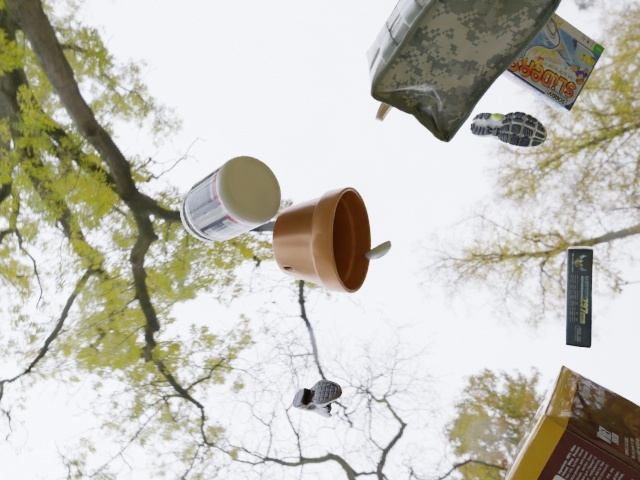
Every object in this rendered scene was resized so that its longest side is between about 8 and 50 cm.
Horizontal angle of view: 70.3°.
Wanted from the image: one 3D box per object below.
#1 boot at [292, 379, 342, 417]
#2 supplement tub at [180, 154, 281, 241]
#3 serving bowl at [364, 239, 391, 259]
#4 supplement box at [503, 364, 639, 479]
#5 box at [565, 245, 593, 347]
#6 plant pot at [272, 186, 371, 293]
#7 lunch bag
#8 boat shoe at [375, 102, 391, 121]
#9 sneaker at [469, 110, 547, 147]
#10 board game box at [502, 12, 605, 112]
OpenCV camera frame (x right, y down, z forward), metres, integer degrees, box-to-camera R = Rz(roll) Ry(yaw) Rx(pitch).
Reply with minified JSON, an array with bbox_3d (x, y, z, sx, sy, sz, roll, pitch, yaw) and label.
[{"bbox_3d":[0.019,0.490,1.401,0.106,0.219,0.082,34,-131,-24],"label":"boot"},{"bbox_3d":[-0.255,-0.106,1.265,0.191,0.272,0.191,13,-111,-38],"label":"supplement tub"},{"bbox_3d":[0.166,0.032,1.276,0.083,0.083,0.027,-19,-107,-36],"label":"serving bowl"},{"bbox_3d":[0.311,0.256,0.471,0.191,0.194,0.129,-3,-63,-57],"label":"supplement box"},{"bbox_3d":[0.640,0.131,1.126,0.183,0.059,0.232,-1,-89,-60],"label":"box"},{"bbox_3d":[0.000,0.000,1.276,0.291,0.204,0.290,-1,-90,-65],"label":"plant pot"},{"bbox_3d":[0.199,-0.328,0.652,0.169,0.287,0.235,27,-146,-16],"label":"lunch bag"},{"bbox_3d":[0.214,-0.396,1.253,0.059,0.170,0.063,35,-155,3],"label":"boat shoe"},{"bbox_3d":[0.629,-0.370,1.501,0.110,0.275,0.106,5,-71,-34],"label":"sneaker"},{"bbox_3d":[0.430,-0.357,0.877,0.201,0.035,0.136,25,-83,-14],"label":"board game box"}]
